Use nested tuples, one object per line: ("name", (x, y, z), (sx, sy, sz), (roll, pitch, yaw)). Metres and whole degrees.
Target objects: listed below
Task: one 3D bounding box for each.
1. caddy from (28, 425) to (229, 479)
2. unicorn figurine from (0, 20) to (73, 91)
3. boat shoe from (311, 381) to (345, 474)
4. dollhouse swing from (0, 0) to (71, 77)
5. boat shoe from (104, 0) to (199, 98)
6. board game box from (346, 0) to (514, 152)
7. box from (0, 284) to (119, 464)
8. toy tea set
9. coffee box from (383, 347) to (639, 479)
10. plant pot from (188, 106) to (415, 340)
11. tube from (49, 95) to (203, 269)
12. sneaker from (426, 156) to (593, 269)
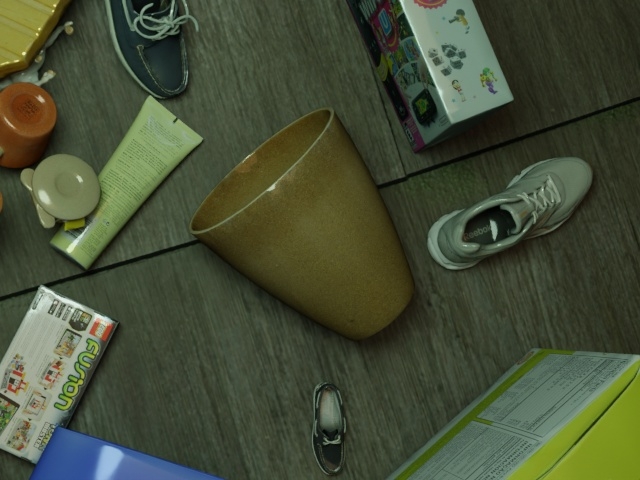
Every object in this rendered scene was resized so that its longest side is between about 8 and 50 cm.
("caddy", (-0.216, 0.347, 1.180), (0.341, 0.241, 0.179), (21, 75, -10))
("unicorn figurine", (-0.383, -0.236, 1.289), (0.060, 0.111, 0.162), (52, 54, -30))
("boat shoe", (0.013, 0.254, 1.332), (0.046, 0.038, 0.125), (0, 84, -10))
("dollhouse swing", (-0.477, -0.413, 1.168), (0.304, 0.315, 0.347), (22, 74, 21))
("boat shoe", (-0.220, -0.301, 1.276), (0.095, 0.079, 0.255), (-33, 121, -36))
("board game box", (0.126, -0.286, 1.313), (0.097, 0.224, 0.304), (-22, 89, -9))
("box", (-0.356, 0.174, 1.274), (0.114, 0.036, 0.207), (27, 80, -7))
("toy tea set", (-0.445, -0.077, 1.198), (0.336, 0.124, 0.200), (-14, 81, -35))
("coffee box", (0.304, 0.370, 1.223), (0.338, 0.334, 0.338), (-38, 92, -11))
("plant pot", (0.000, 0.000, 1.280), (0.237, 0.237, 0.254), (-44, 109, -11))
("tube", (-0.260, -0.072, 1.309), (0.062, 0.070, 0.240), (25, 74, 34))
("sneaker", (0.280, -0.039, 1.367), (0.262, 0.121, 0.099), (-30, 91, -12))
